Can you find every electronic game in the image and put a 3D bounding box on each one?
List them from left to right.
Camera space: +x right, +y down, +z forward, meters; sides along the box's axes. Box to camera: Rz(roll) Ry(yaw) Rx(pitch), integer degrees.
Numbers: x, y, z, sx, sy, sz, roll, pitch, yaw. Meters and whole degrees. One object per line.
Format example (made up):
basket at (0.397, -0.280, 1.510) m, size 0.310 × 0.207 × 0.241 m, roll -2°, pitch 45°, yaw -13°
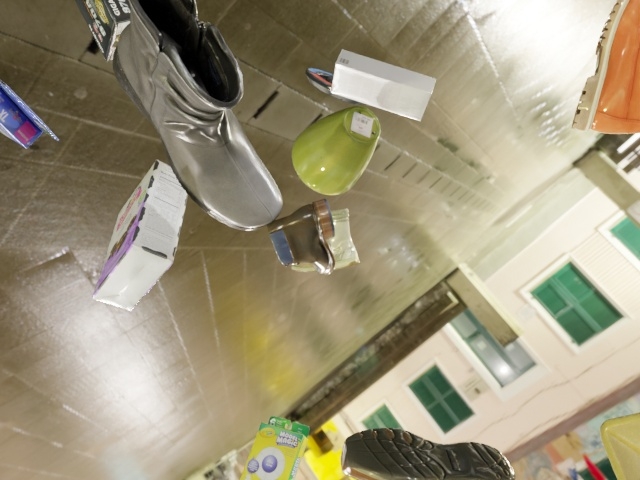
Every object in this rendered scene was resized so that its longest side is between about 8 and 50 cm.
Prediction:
electronic game at (0.059, -0.495, 1.638) m, size 0.229 × 0.229 × 0.048 m, roll -13°, pitch 135°, yaw -53°

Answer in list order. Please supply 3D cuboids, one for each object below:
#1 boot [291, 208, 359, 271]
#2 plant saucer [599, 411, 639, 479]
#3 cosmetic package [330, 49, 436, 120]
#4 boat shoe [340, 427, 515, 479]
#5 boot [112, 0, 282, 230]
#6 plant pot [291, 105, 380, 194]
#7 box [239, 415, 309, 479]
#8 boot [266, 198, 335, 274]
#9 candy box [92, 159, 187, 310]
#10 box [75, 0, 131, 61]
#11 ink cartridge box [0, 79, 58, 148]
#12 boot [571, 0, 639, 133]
boot at (0.000, 0.000, 1.411) m, size 0.213 × 0.165 × 0.077 m, roll -9°, pitch -177°, yaw 35°
plant saucer at (0.577, 0.353, 0.618) m, size 0.332 × 0.333 × 0.081 m, roll -25°, pitch 140°, yaw 23°
cosmetic package at (0.151, -0.380, 1.257) m, size 0.099 × 0.239 × 0.060 m, roll 104°, pitch 6°, yaw -59°
boat shoe at (0.196, 0.445, 0.956) m, size 0.122 × 0.324 × 0.120 m, roll -86°, pitch -172°, yaw -67°
boot at (-0.144, -0.151, 0.661) m, size 0.118 × 0.338 × 0.222 m, roll -46°, pitch -163°, yaw -20°
plant pot at (0.076, -0.335, 1.773) m, size 0.274 × 0.275 × 0.293 m, roll -29°, pitch 177°, yaw -27°
box at (-0.097, 0.462, 1.072) m, size 0.043 × 0.105 × 0.179 m, roll 68°, pitch 36°, yaw -50°
boot at (-0.033, 0.007, 0.900) m, size 0.106 × 0.082 × 0.219 m, roll -14°, pitch 150°, yaw -6°
candy box at (-0.295, -0.009, 0.856) m, size 0.070 × 0.196 × 0.165 m, roll 26°, pitch 130°, yaw -28°
box at (-0.476, -0.525, 1.095) m, size 0.051 × 0.220 × 0.175 m, roll -29°, pitch -174°, yaw -29°
ink cartridge box at (-0.713, -0.304, 1.063) m, size 0.065 × 0.311 × 0.186 m, roll -57°, pitch 163°, yaw -19°
boot at (0.315, -0.181, 0.506) m, size 0.059 × 0.084 × 0.158 m, roll -16°, pitch 119°, yaw -64°
